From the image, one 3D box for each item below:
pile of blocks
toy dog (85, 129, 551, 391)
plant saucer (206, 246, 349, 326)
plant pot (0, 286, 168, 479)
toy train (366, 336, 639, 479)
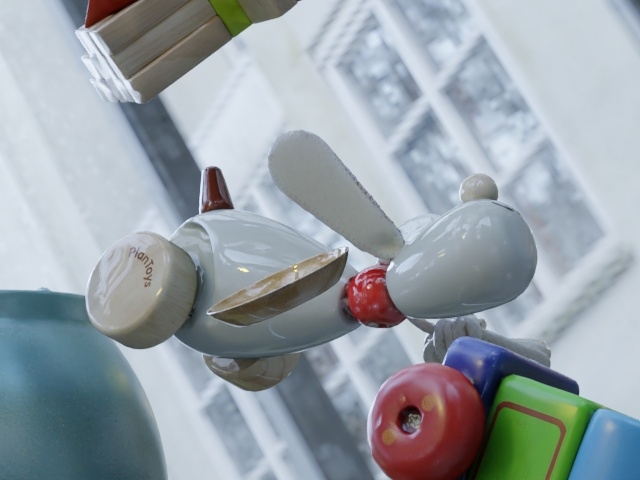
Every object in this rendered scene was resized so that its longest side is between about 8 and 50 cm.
[{"bbox_3d":[-0.036,-0.235,1.364,0.362,0.112,0.149,-31,17,6],"label":"pile of blocks"},{"bbox_3d":[0.000,0.000,1.335,0.333,0.161,0.220,-4,-23,17],"label":"toy dog"},{"bbox_3d":[-0.020,0.027,1.000,0.083,0.015,0.083,-25,6,3],"label":"plant saucer"},{"bbox_3d":[-0.260,0.142,1.493,0.293,0.196,0.293,-1,-9,0],"label":"plant pot"},{"bbox_3d":[0.064,0.168,0.611,0.105,0.143,0.248,25,-96,-49],"label":"toy train"}]
